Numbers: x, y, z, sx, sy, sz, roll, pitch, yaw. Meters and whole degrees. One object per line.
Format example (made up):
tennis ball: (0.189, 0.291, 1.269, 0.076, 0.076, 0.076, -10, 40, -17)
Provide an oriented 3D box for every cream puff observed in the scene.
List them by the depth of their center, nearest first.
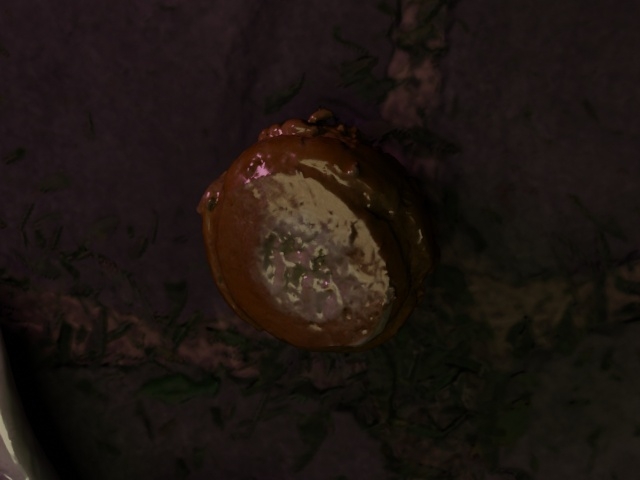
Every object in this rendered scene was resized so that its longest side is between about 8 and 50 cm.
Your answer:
cream puff: (0.003, -0.002, 0.899, 0.126, 0.103, 0.144, -31, 96, 25)

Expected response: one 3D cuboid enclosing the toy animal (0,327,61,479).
toy animal: (-0.292, 0.175, 0.991, 0.249, 0.174, 0.289, -19, 98, 6)
